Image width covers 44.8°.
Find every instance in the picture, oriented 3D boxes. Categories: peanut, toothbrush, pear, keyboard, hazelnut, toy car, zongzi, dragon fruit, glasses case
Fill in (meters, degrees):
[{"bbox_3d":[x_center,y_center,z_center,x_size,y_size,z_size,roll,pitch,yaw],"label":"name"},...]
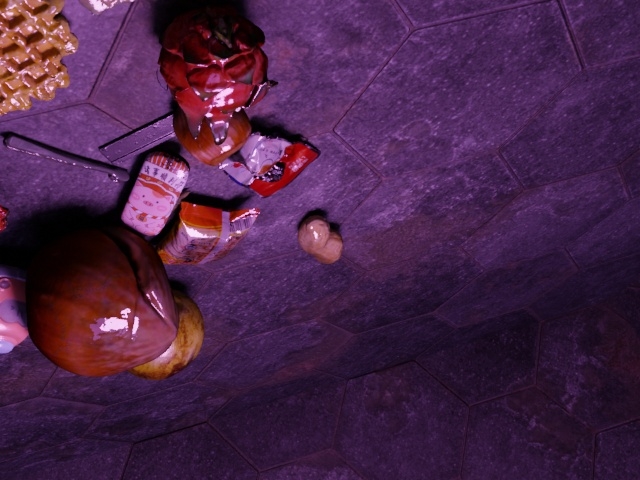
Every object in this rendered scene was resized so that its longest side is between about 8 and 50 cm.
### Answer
[{"bbox_3d":[0.000,0.000,2.200,0.103,0.098,0.229,-62,153,-8],"label":"peanut"},{"bbox_3d":[-0.520,-0.165,1.605,0.030,0.030,0.297,-24,156,31],"label":"toothbrush"},{"bbox_3d":[-0.462,0.268,2.193,0.283,0.283,0.283,-16,153,-8],"label":"pear"},{"bbox_3d":[-0.367,-0.216,1.629,0.195,0.018,0.060,-24,146,8],"label":"keyboard"},{"bbox_3d":[-0.222,-0.230,1.567,0.150,0.150,0.150,-16,153,-8],"label":"hazelnut"},{"bbox_3d":[-0.795,0.177,1.840,0.270,0.212,0.180,-20,154,19],"label":"toy car"},{"bbox_3d":[-0.352,-0.087,1.862,0.083,0.040,0.076,-21,152,-24],"label":"zongzi"},{"bbox_3d":[-0.508,0.143,1.854,0.359,0.359,0.409,-12,158,-14],"label":"hazelnut"},{"bbox_3d":[-0.191,-0.304,1.389,0.192,0.193,0.274,-40,164,-28],"label":"dragon fruit"},{"bbox_3d":[-0.373,-0.105,1.747,0.103,0.067,0.267,21,137,-15],"label":"glasses case"}]

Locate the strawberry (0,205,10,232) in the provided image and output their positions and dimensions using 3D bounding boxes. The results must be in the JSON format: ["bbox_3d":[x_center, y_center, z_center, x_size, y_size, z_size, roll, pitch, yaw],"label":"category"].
[{"bbox_3d":[-0.733,-0.049,1.661,0.104,0.048,0.152,-35,153,22],"label":"strawberry"}]

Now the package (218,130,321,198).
[{"bbox_3d":[-0.125,-0.183,1.810,0.194,0.071,0.269,-27,166,20],"label":"package"}]

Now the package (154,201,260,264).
[{"bbox_3d":[-0.303,-0.005,1.971,0.223,0.108,0.288,0,150,-31],"label":"package"}]

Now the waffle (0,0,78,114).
[{"bbox_3d":[-0.555,-0.312,1.270,0.307,0.060,0.312,-7,149,-22],"label":"waffle"}]

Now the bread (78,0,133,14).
[{"bbox_3d":[-0.287,-0.444,1.194,0.172,0.064,0.232,3,147,-39],"label":"bread"}]
